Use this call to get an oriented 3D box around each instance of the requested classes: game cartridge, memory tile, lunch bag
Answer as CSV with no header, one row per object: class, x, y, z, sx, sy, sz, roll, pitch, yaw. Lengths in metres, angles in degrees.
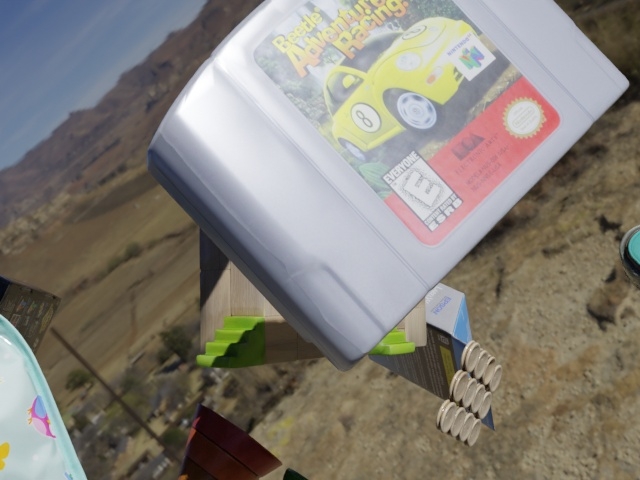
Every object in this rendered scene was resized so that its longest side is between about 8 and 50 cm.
game cartridge,0.048,-0.086,0.498,0.294,0.196,0.060,-43,-5,-25
memory tile,0.180,0.185,0.945,0.012,0.148,0.113,17,77,32
lunch bag,-0.326,0.184,0.670,0.160,0.262,0.223,-21,-11,-46

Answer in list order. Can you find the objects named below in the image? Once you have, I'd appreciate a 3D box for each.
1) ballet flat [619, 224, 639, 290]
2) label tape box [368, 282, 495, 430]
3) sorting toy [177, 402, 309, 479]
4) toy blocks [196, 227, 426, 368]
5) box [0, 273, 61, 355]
ballet flat,0.374,0.065,0.745,0.072,0.213,0.068,-42,-29,1
label tape box,0.226,0.197,1.568,0.334,0.240,0.106,25,56,39
sorting toy,-0.034,0.309,0.817,0.366,0.127,0.126,26,69,35
toy blocks,0.000,0.000,0.913,0.191,0.260,0.382,-4,-4,41
box,-0.394,0.148,0.912,0.175,0.051,0.220,88,-156,-80
